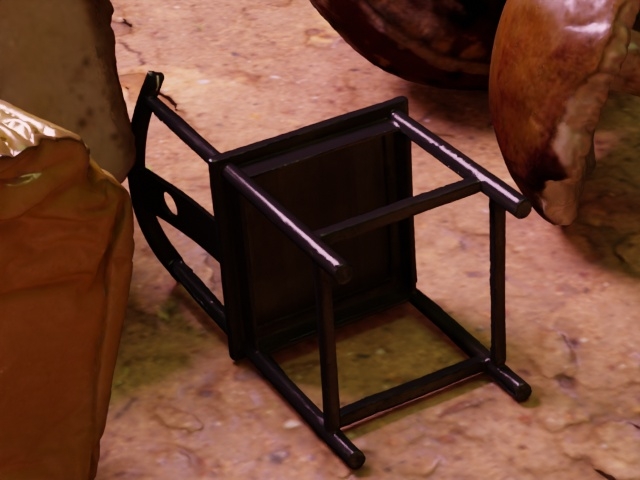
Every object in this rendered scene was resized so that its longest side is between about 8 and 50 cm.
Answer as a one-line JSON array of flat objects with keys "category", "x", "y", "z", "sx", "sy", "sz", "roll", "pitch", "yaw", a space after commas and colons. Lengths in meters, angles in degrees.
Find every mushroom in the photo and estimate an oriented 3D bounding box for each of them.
[{"category": "mushroom", "x": 0.238, "y": -0.081, "z": 1.263, "sx": 0.208, "sy": 0.302, "sz": 0.233, "roll": -40, "pitch": 12, "yaw": 36}]

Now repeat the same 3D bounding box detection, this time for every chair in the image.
[{"category": "chair", "x": 0.000, "y": 0.000, "z": 1.148, "sx": 0.141, "sy": 0.154, "sz": 0.260, "roll": -19, "pitch": 35, "yaw": -23}]

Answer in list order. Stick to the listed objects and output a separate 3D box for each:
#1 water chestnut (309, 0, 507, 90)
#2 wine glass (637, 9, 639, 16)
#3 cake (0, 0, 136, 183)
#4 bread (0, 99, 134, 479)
[{"category": "water chestnut", "x": 0.101, "y": -0.266, "z": 1.478, "sx": 0.335, "sy": 0.335, "sz": 0.347, "roll": -24, "pitch": -1, "yaw": -30}, {"category": "wine glass", "x": 0.280, "y": -0.202, "z": 1.541, "sx": 0.198, "sy": 0.066, "sz": 0.066, "roll": 18, "pitch": 37, "yaw": 38}, {"category": "cake", "x": -0.285, "y": -0.097, "z": 1.191, "sx": 0.290, "sy": 0.282, "sz": 0.256, "roll": -15, "pitch": 5, "yaw": -21}, {"category": "bread", "x": -0.197, "y": 0.045, "z": 1.000, "sx": 0.133, "sy": 0.250, "sz": 0.179, "roll": 20, "pitch": 26, "yaw": 41}]
